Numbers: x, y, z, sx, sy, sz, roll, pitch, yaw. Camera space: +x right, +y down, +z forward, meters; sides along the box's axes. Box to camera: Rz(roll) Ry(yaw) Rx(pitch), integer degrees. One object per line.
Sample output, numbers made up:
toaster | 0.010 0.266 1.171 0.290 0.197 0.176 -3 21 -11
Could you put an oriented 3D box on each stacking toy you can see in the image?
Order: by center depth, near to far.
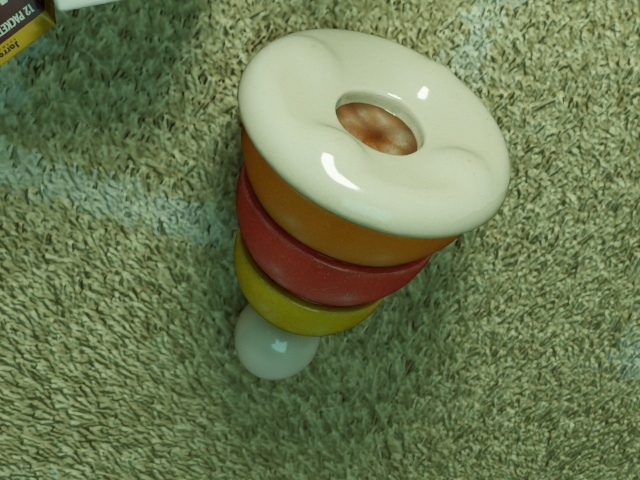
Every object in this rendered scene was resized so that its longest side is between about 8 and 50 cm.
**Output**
stacking toy | 0.000 0.000 1.875 0.350 0.351 0.480 12 132 -17

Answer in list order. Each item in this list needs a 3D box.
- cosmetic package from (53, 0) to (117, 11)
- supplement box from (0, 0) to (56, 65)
cosmetic package | -0.220 -0.495 1.546 0.230 0.161 0.453 -11 112 -5
supplement box | -0.410 -0.308 1.640 0.129 0.191 0.194 -35 119 7
